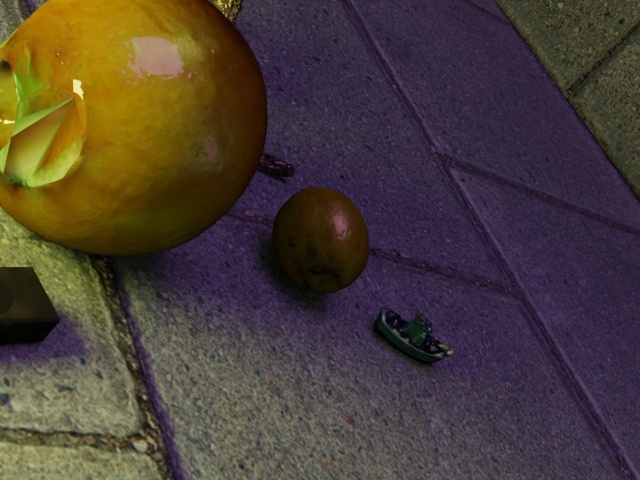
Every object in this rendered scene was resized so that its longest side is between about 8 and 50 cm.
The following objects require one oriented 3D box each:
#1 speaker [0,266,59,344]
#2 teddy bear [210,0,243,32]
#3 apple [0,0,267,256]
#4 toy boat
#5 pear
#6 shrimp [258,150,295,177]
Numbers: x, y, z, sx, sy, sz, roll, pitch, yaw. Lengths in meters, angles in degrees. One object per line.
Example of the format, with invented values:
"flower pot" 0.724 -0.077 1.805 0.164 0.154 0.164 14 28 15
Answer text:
"speaker" -0.380 0.069 1.156 0.218 0.044 0.082 3 47 -52
"teddy bear" -0.210 -0.342 1.903 0.251 0.182 0.129 -66 148 -47
"apple" -0.265 -0.155 1.362 0.384 0.374 0.374 22 17 27
"toy boat" 0.147 0.146 1.737 0.137 0.061 0.060 36 28 -15
"pear" 0.000 0.000 1.660 0.149 0.149 0.162 23 34 -34
"shrimp" -0.085 -0.130 1.859 0.092 0.029 0.038 17 38 -35
